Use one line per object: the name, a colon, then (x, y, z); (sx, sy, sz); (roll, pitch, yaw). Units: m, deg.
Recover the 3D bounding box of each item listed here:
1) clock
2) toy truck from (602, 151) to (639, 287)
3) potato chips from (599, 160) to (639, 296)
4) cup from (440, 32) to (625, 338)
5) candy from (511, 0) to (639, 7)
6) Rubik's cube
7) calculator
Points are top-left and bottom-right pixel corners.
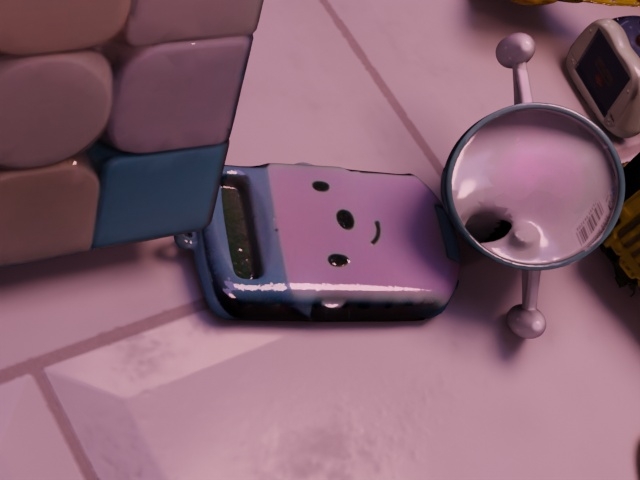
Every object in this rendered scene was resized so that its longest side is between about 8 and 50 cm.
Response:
clock: (0.432, -0.206, 1.459); (0.243, 0.147, 0.200); (-12, 58, -20)
toy truck: (0.491, -0.030, 1.308); (0.405, 0.181, 0.254); (-18, 68, -39)
potato chips: (0.391, -0.012, 1.380); (0.219, 0.029, 0.202); (-8, 60, -29)
cup: (0.196, -0.053, 1.221); (0.167, 0.173, 0.300); (-2, 93, -3)
candy: (0.252, -0.347, 1.494); (0.187, 0.081, 0.297); (-3, 35, -17)
Rubik's cube: (-0.277, -0.209, 1.010); (0.346, 0.347, 0.344); (-11, 51, -30)
calculator: (0.000, 0.000, 1.196); (0.293, 0.051, 0.173); (2, 58, -21)
